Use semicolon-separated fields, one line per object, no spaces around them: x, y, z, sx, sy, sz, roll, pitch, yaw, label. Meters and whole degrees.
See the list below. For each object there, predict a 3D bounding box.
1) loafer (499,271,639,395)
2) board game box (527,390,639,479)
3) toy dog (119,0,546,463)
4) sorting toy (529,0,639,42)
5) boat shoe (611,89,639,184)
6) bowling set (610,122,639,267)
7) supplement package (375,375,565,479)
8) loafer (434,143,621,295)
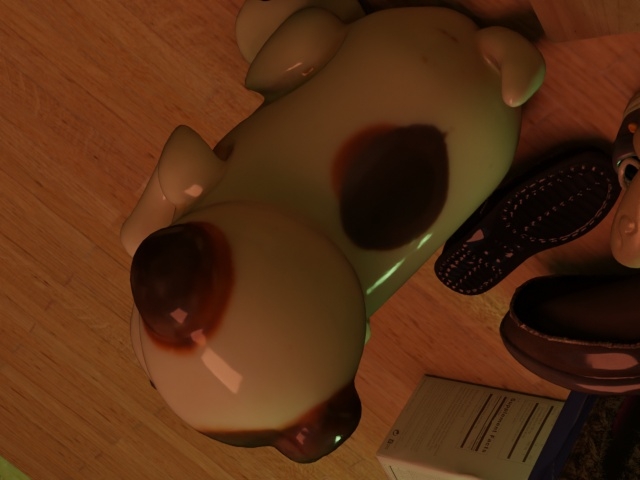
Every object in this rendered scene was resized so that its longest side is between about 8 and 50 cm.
0.331;0.060;1.133;0.366;0.134;0.130;1;124;35;loafer
0.371;0.262;1.239;0.291;0.232;0.141;32;147;4;board game box
0.000;0.000;1.072;0.395;0.408;0.284;-2;133;44;toy dog
0.207;-0.228;0.924;0.132;0.046;0.274;-1;133;44;sorting toy
0.366;-0.025;1.000;0.285;0.092;0.103;30;147;8;boat shoe
0.359;-0.003;0.879;0.287;0.200;0.154;49;146;42;bowling set
0.217;0.272;1.483;0.244;0.134;0.139;7;138;37;supplement package
0.191;-0.032;1.170;0.080;0.078;0.220;38;131;-20;loafer
